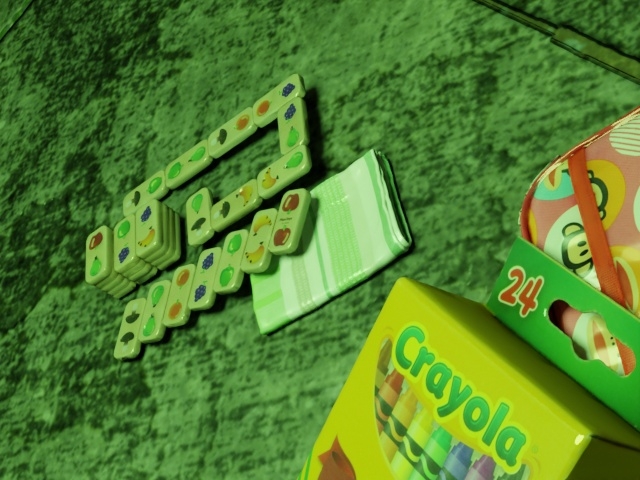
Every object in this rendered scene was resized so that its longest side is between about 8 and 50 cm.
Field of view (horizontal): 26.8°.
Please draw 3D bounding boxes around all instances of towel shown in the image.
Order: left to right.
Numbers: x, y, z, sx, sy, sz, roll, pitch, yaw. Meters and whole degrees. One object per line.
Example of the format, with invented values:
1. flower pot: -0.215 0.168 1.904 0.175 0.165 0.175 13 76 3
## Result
1. towel: 0.000 0.000 1.117 0.152 0.023 0.113 -32 45 20

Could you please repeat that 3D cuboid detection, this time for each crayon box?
1. crayon box: 0.075 0.163 0.797 0.202 0.081 0.318 40 107 54

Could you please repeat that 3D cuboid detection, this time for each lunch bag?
1. lunch bag: 0.239 0.049 0.818 0.258 0.120 0.293 -31 48 28

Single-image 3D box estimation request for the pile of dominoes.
1. pile of dominoes: -0.112 -0.025 1.199 0.251 0.040 0.196 -33 43 27
